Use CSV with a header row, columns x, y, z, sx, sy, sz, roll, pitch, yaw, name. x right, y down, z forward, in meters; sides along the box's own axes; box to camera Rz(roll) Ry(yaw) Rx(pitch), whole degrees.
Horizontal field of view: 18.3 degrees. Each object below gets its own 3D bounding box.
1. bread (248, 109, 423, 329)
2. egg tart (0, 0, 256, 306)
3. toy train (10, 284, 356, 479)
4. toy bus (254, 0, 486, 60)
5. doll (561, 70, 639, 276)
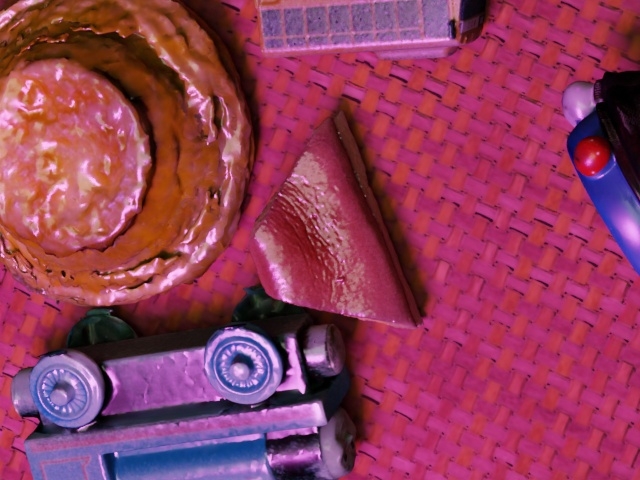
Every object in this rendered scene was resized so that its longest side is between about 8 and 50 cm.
x,y,z,sx,sy,sz,roll,pitch,yaw,name
0.000,0.000,1.645,0.119,0.067,0.192,-20,93,-5,bread
-0.194,-0.079,1.666,0.294,0.123,0.294,3,99,16,egg tart
-0.113,0.153,1.693,0.298,0.120,0.194,-9,105,18,toy train
0.043,-0.195,1.589,0.182,0.091,0.103,-2,101,19,toy bus
0.340,-0.096,1.440,0.310,0.240,0.284,-33,61,14,doll
